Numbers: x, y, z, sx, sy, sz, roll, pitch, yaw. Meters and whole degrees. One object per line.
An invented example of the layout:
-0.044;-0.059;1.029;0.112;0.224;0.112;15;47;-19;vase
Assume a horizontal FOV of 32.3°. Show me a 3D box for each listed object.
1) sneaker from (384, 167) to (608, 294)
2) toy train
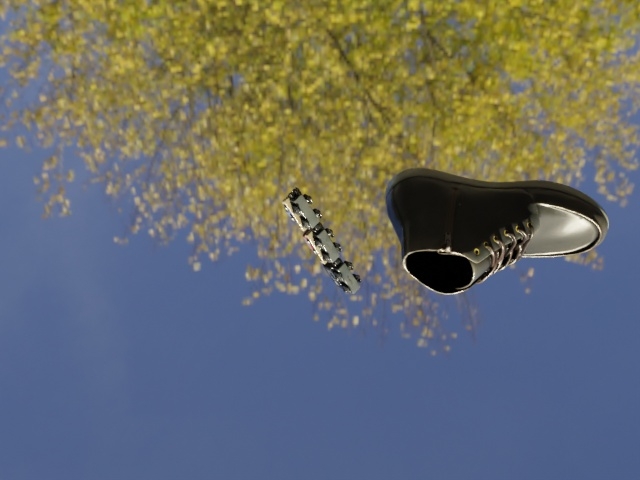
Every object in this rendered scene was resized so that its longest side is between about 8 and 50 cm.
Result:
0.171;0.005;1.037;0.222;0.083;0.118;6;-139;-8;sneaker
0.000;0.000;1.223;0.027;0.158;0.036;-45;-142;-17;toy train
